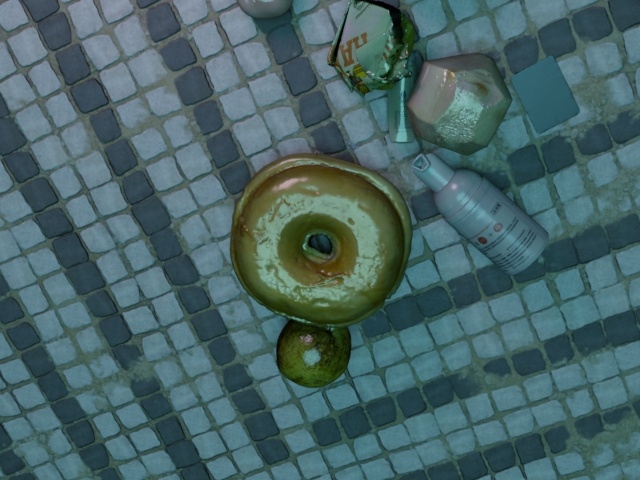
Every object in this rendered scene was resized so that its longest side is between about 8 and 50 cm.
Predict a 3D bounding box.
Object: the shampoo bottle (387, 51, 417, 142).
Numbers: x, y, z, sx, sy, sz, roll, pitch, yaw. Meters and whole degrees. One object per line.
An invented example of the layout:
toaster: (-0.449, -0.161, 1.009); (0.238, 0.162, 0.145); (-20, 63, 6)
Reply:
shampoo bottle: (0.194, -0.338, 1.746); (0.072, 0.049, 0.212); (-1, 107, 7)

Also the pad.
pad: (0.530, -0.343, 1.741); (0.112, 0.003, 0.157); (-28, 103, 12)

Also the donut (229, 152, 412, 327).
donut: (0.000, 0.000, 1.779); (0.448, 0.198, 0.449); (1, 101, 3)

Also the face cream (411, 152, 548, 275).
face cream: (0.363, -0.086, 1.762); (0.369, 0.145, 0.145); (41, 106, -8)

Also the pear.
pear: (-0.010, 0.276, 1.876); (0.197, 0.197, 0.197); (1, 107, 4)

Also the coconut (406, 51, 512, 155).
coconut: (0.315, -0.317, 1.661); (0.241, 0.241, 0.241); (1, 107, 4)

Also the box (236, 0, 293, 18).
box: (-0.128, -0.606, 1.669); (0.146, 0.088, 0.200); (0, 106, 3)

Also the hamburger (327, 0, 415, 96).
hamburger: (0.131, -0.425, 1.659); (0.235, 0.125, 0.214); (26, 115, 32)
